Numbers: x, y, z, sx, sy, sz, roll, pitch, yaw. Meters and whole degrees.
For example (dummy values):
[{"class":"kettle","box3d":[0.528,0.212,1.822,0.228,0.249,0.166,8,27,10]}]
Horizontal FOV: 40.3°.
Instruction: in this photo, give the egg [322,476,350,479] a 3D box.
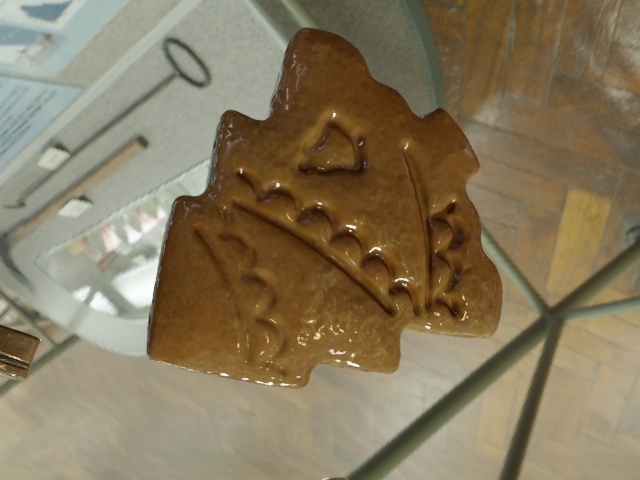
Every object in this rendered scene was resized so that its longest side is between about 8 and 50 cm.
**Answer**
[{"class":"egg","box3d":[0.026,0.375,1.225,0.080,0.080,0.096,49,165,-16]}]

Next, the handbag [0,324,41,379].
[{"class":"handbag","box3d":[-0.516,0.158,1.310,0.151,0.072,0.193,27,162,-30]}]

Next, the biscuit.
[{"class":"biscuit","box3d":[0.000,0.000,0.658,0.284,0.306,0.043,55,159,-5]}]
